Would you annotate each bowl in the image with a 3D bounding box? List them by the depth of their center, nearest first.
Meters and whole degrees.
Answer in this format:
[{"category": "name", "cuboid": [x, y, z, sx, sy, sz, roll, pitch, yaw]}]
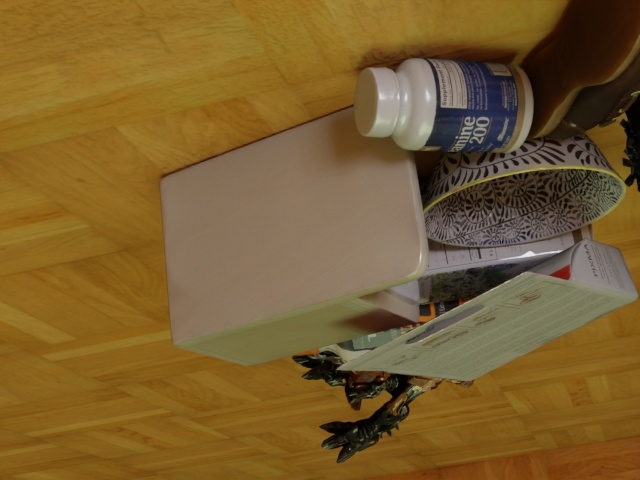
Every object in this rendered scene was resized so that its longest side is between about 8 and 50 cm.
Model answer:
[{"category": "bowl", "cuboid": [0.159, -0.060, 0.952, 0.170, 0.080, 0.170, -6, 159, -2]}]

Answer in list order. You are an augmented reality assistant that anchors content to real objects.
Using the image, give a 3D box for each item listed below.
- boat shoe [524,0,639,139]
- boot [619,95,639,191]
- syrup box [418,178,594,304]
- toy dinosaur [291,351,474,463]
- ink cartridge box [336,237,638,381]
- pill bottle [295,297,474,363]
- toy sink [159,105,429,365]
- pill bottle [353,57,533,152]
[{"category": "boat shoe", "cuboid": [0.202, -0.130, 0.797, 0.073, 0.073, 0.207, -4, 167, -12]}, {"category": "boot", "cuboid": [0.286, -0.091, 0.881, 0.121, 0.099, 0.045, -12, 160, 14]}, {"category": "syrup box", "cuboid": [0.125, -0.002, 1.074, 0.236, 0.096, 0.093, -10, 161, 1]}, {"category": "toy dinosaur", "cuboid": [0.094, 0.168, 1.475, 0.322, 0.164, 0.218, 33, 124, -29]}, {"category": "ink cartridge box", "cuboid": [0.141, 0.056, 0.974, 0.189, 0.066, 0.232, -31, 152, 28]}, {"category": "pill bottle", "cuboid": [0.086, 0.060, 1.181, 0.245, 0.130, 0.130, -8, 160, 3]}, {"category": "toy sink", "cuboid": [0.000, 0.000, 0.960, 0.234, 0.153, 0.131, -19, 157, 26]}, {"category": "pill bottle", "cuboid": [0.088, -0.098, 0.842, 0.120, 0.067, 0.067, 0, 159, -19]}]
